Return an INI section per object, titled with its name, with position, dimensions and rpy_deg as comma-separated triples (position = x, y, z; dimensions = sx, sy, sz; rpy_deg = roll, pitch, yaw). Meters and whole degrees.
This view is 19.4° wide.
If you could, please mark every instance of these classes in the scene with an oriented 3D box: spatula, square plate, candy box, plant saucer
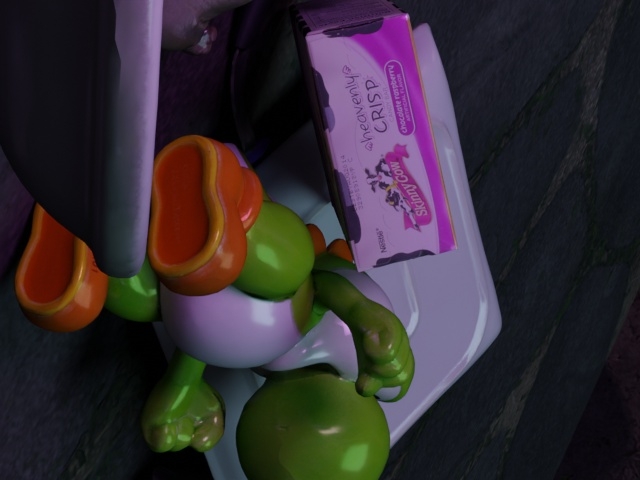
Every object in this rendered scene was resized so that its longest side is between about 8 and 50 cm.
[spatula]
position = -0.053, -0.118, 1.340
dimensions = 0.084, 0.030, 0.296
rpy_deg = -38, 149, -51
[square plate]
position = 0.027, 0.057, 1.514
dimensions = 0.344, 0.049, 0.347
rpy_deg = -44, 135, -30
[candy box]
position = 0.032, -0.083, 1.284
dimensions = 0.233, 0.071, 0.159
rpy_deg = -104, -178, -77
[plant saucer]
position = -0.118, -0.184, 0.833
dimensions = 0.400, 0.100, 0.400
rpy_deg = -178, -90, -84

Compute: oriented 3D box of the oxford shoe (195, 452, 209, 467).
[oxford shoe]
position = -0.041, 0.197, 1.715
dimensions = 0.098, 0.097, 0.271
rpy_deg = -50, 157, 14

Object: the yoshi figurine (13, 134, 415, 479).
[yoshi figurine]
position = -0.040, 0.082, 1.268
dimensions = 0.203, 0.203, 0.362
rpy_deg = -51, 144, 2

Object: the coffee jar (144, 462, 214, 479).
[coffee jar]
position = -0.121, 0.282, 1.574
dimensions = 0.079, 0.096, 0.184
rpy_deg = -122, -134, -59

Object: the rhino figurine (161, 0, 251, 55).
[rhino figurine]
position = -0.031, -0.199, 1.121
dimensions = 0.243, 0.073, 0.106
rpy_deg = -40, 173, 23
